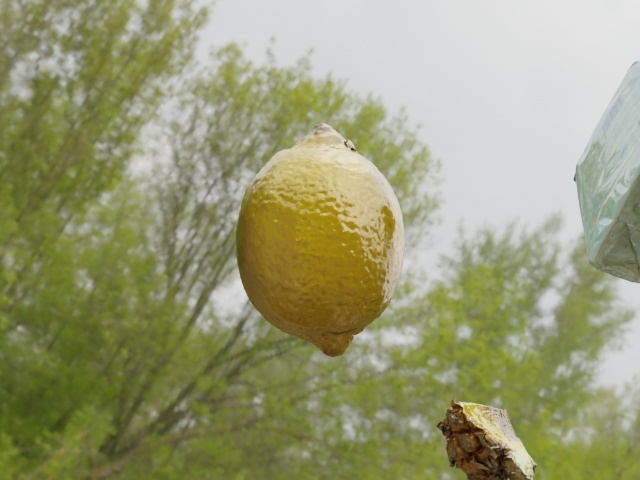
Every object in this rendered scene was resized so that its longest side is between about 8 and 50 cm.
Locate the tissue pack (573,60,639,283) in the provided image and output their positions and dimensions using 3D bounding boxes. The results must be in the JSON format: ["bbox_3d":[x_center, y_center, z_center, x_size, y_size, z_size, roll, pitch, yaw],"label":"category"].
[{"bbox_3d":[0.365,-0.083,1.280,0.089,0.263,0.177,21,-65,-3],"label":"tissue pack"}]

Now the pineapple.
[{"bbox_3d":[0.182,0.215,1.147,0.114,0.077,0.114,35,-35,46],"label":"pineapple"}]

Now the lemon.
[{"bbox_3d":[0.000,0.000,1.239,0.188,0.256,0.188,-4,-4,0],"label":"lemon"}]
